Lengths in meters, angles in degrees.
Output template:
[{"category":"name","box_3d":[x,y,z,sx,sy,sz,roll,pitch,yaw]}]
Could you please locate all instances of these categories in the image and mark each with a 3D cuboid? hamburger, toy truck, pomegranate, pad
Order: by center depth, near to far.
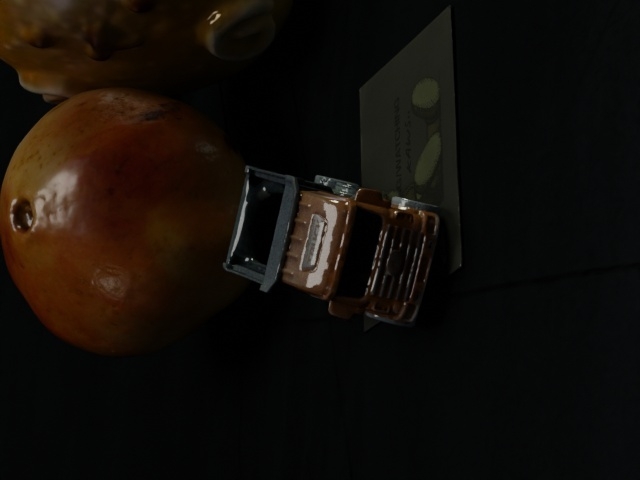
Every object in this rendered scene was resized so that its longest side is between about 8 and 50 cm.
[{"category":"toy truck","box_3d":[0.000,0.000,1.172,0.192,0.092,0.083,18,95,65]},{"category":"pad","box_3d":[0.057,-0.047,1.186,0.127,0.004,0.190,-40,44,54]},{"category":"pomegranate","box_3d":[-0.146,-0.011,1.371,0.209,0.209,0.209,-39,45,54]},{"category":"hamburger","box_3d":[-0.156,-0.225,1.378,0.303,0.261,0.186,60,-155,-57]}]
